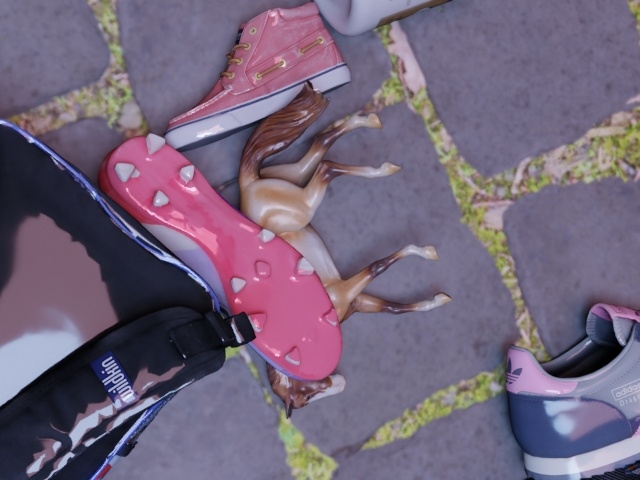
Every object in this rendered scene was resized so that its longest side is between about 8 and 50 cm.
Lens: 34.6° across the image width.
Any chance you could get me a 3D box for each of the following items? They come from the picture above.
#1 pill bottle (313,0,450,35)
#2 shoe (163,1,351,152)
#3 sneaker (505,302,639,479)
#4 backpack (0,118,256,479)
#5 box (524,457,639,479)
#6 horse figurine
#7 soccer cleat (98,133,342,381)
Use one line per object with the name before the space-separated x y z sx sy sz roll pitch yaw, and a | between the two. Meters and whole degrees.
pill bottle | 0.102 -0.272 0.881 0.229 0.131 0.131 -23 95 -15
shoe | -0.064 -0.140 0.871 0.178 0.063 0.081 -26 94 -20
sneaker | 0.316 0.105 0.944 0.319 0.112 0.131 -21 97 -16
backpack | -0.238 0.080 0.741 0.276 0.213 0.263 40 72 -4
box | 0.220 0.244 0.874 0.184 0.190 0.045 -22 97 -14
horse figurine | 0.000 0.000 0.873 0.174 0.066 0.263 -22 103 2
soccer cleat | -0.081 0.017 0.828 0.248 0.095 0.083 45 65 -3
